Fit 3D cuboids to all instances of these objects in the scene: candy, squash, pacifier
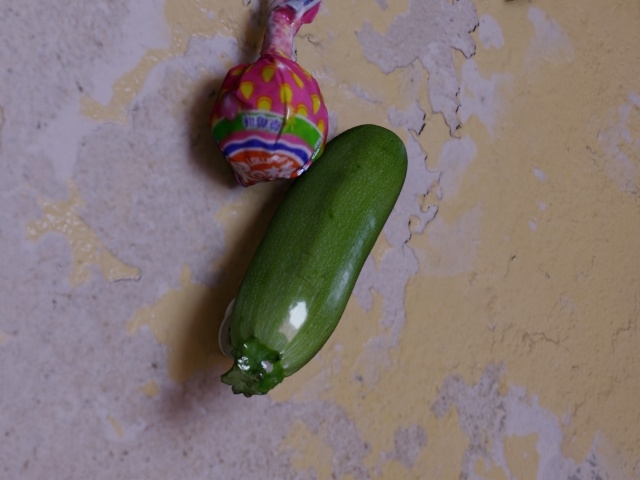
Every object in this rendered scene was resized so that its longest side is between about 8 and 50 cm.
[{"bbox_3d":[-0.041,-0.226,1.360,0.124,0.124,0.365,27,56,-35],"label":"candy"},{"bbox_3d":[0.000,0.000,1.304,0.107,0.107,0.395,52,42,-22],"label":"squash"},{"bbox_3d":[-0.059,0.085,1.300,0.083,0.064,0.068,-19,123,-41],"label":"pacifier"}]
